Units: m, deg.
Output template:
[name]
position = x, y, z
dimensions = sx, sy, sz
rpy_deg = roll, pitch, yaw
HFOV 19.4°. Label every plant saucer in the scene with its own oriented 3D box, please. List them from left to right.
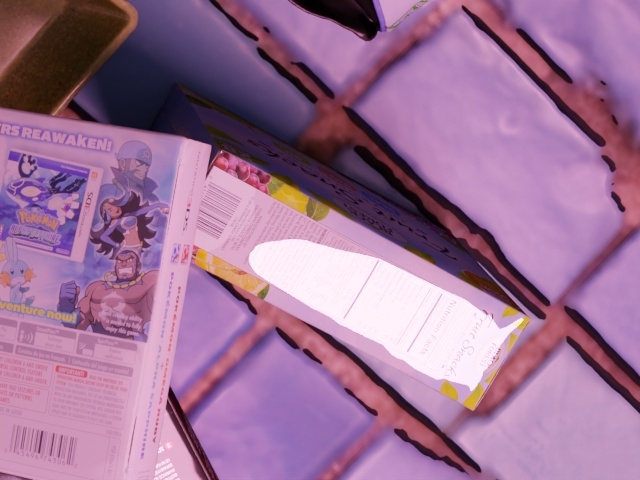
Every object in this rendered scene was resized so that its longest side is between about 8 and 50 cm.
[plant saucer]
position = -0.230, -0.113, 1.047
dimensions = 0.188, 0.045, 0.188
rpy_deg = -47, 129, 9

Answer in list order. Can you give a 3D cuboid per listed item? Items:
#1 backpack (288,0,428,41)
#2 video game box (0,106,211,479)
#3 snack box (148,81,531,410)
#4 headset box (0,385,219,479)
[backpack]
position = 0.014, -0.251, 0.989
dimensions = 0.213, 0.276, 0.263
rpy_deg = -22, 123, -4
[video game box]
position = -0.172, 0.023, 0.984
dimensions = 0.205, 0.048, 0.187
rpy_deg = 10, 93, 17
[snack box]
position = 0.000, 0.000, 1.089
dimensions = 0.207, 0.174, 0.070
rpy_deg = 27, 99, -18
[headset box]
position = -0.173, 0.165, 1.134
dimensions = 0.218, 0.110, 0.293
rpy_deg = -27, 110, -3
